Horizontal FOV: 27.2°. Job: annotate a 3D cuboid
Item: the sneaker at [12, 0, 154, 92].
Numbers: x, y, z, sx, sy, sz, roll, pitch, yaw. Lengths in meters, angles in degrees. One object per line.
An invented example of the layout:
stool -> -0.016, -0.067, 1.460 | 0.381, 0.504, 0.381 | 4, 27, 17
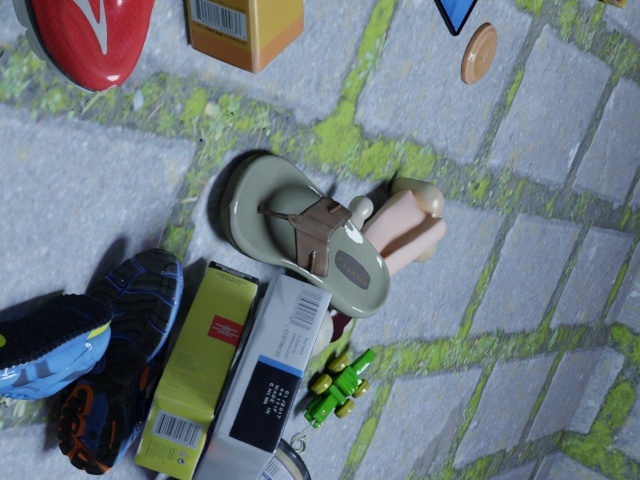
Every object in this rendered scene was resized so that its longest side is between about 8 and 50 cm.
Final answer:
sneaker -> -0.126, -0.234, 0.876 | 0.107, 0.118, 0.279 | 7, 96, -44

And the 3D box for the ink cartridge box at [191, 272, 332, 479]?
ink cartridge box -> -0.070, 0.165, 1.310 | 0.332, 0.065, 0.165 | 120, -10, -67

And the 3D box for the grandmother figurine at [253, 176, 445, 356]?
grandmother figurine -> 0.035, 0.042, 1.554 | 0.342, 0.104, 0.207 | -43, 140, -45

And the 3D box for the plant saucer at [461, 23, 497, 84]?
plant saucer -> 0.211, -0.243, 1.738 | 0.083, 0.013, 0.083 | -45, 149, -37

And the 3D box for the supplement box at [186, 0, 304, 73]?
supplement box -> -0.065, -0.256, 1.080 | 0.078, 0.080, 0.233 | -47, 152, -36

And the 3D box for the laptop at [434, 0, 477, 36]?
laptop -> 0.236, -0.363, 1.518 | 0.137, 0.264, 0.234 | 32, 82, -29

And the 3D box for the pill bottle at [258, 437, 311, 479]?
pill bottle -> -0.116, 0.317, 1.478 | 0.219, 0.123, 0.122 | -44, 149, -38

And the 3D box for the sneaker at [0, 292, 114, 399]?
sneaker -> -0.247, 0.105, 1.069 | 0.209, 0.069, 0.082 | -19, 133, -59

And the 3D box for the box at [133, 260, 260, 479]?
box -> -0.113, 0.117, 1.249 | 0.232, 0.058, 0.087 | -73, -177, -61

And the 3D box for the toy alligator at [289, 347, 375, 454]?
toy alligator -> 0.006, 0.209, 1.719 | 0.189, 0.056, 0.051 | -48, -168, -33

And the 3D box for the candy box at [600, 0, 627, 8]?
candy box -> 0.466, -0.456, 2.009 | 0.109, 0.053, 0.186 | 10, 105, -65

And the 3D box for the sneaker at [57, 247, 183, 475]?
sneaker -> -0.179, 0.104, 1.216 | 0.221, 0.083, 0.087 | -66, 170, 18

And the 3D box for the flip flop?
flip flop -> 0.000, 0.000, 1.379 | 0.277, 0.080, 0.112 | 41, 65, -40
